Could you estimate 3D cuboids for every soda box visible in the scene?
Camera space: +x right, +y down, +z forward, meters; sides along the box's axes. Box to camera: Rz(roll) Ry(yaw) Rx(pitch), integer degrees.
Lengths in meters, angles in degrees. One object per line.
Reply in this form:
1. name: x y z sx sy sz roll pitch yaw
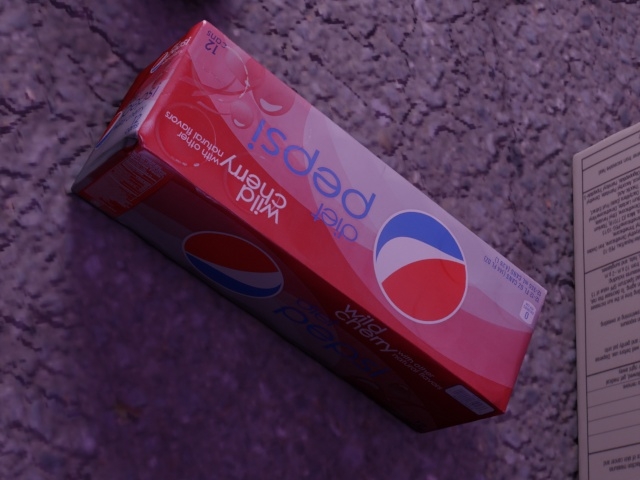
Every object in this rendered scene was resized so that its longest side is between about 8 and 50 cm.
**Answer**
1. soda box: 0.000 0.000 0.727 0.263 0.083 0.092 37 58 -20

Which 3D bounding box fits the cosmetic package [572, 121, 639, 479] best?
1. cosmetic package: 0.259 0.071 0.836 0.129 0.153 0.296 14 69 -28
